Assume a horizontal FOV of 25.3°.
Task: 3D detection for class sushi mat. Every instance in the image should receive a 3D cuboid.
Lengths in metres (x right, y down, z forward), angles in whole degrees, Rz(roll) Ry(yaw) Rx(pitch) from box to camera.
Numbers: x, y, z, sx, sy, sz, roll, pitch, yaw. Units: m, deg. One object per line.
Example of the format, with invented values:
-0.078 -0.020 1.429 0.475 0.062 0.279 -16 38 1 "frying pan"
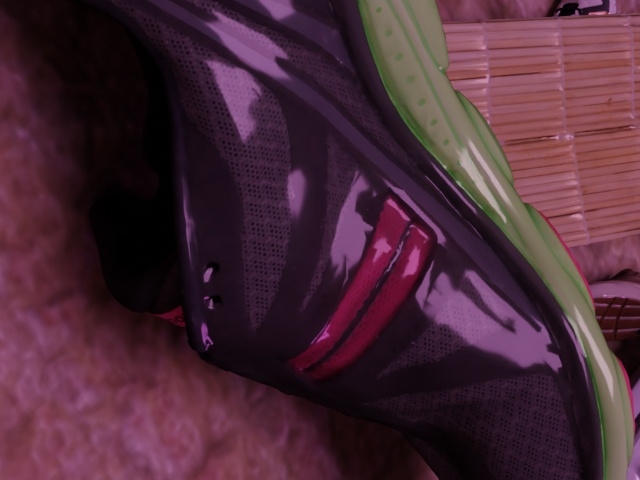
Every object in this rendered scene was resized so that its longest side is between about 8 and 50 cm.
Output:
0.108 -0.062 0.888 0.316 0.019 0.151 -9 96 -35 "sushi mat"

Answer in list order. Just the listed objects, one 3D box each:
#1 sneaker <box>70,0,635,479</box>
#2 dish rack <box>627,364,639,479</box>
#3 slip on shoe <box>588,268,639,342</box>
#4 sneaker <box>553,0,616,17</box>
0.000 0.000 0.722 0.202 0.185 0.483 -32 108 -5 "sneaker"
0.278 0.248 0.983 0.333 0.072 0.285 52 55 -10 "dish rack"
0.215 0.041 1.000 0.135 0.051 0.041 2 46 -36 "slip on shoe"
0.169 -0.138 0.964 0.043 0.040 0.109 24 71 -38 "sneaker"
